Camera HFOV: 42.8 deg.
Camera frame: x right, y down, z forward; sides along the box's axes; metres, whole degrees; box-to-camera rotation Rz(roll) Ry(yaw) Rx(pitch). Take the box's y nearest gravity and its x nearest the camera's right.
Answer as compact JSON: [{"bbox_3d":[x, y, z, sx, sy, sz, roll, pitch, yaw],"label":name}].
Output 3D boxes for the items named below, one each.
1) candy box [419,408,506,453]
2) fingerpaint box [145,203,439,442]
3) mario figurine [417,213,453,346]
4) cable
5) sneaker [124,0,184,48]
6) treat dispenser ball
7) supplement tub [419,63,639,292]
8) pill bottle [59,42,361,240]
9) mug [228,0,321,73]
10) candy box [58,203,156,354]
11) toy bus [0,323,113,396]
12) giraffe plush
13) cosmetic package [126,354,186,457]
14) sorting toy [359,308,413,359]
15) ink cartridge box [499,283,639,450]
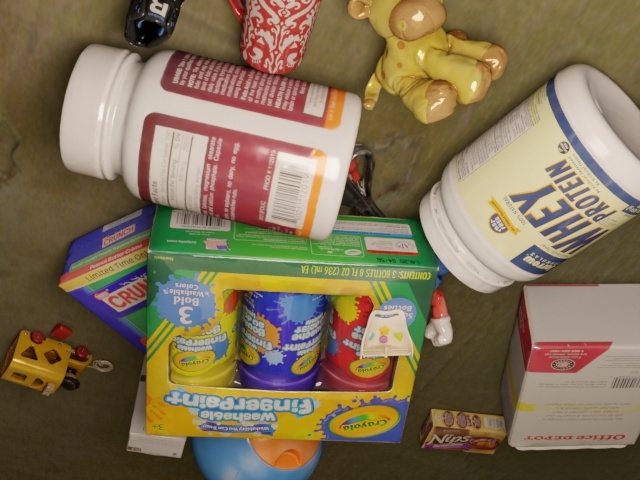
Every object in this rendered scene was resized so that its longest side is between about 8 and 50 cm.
[{"bbox_3d":[0.345,0.465,1.982,0.186,0.053,0.109,7,137,-9],"label":"candy box"},{"bbox_3d":[-0.061,0.148,1.358,0.444,0.163,0.371,4,121,-7],"label":"fingerpaint box"},{"bbox_3d":[0.167,0.098,1.484,0.170,0.198,0.321,-19,149,-46],"label":"mario figurine"},{"bbox_3d":[0.060,-0.088,1.399,0.139,0.072,0.287,-32,142,16],"label":"cable"},{"bbox_3d":[-0.193,-0.337,1.060,0.079,0.121,0.217,18,135,-20],"label":"sneaker"},{"bbox_3d":[-0.134,0.412,1.751,0.288,0.288,0.288,0,137,0],"label":"treat dispenser ball"},{"bbox_3d":[0.335,-0.083,1.249,0.235,0.236,0.325,29,130,-27],"label":"supplement tub"},{"bbox_3d":[-0.153,-0.146,1.179,0.391,0.224,0.224,13,137,-2],"label":"pill bottle"},{"bbox_3d":[-0.062,-0.330,1.102,0.113,0.150,0.169,-24,152,-29],"label":"mug"},{"bbox_3d":[-0.271,0.087,1.521,0.268,0.122,0.317,-21,132,21],"label":"candy box"},{"bbox_3d":[-0.577,0.277,1.743,0.202,0.104,0.191,-8,137,9],"label":"toy bus"},{"bbox_3d":[0.133,-0.283,1.116,0.210,0.181,0.171,14,138,39],"label":"giraffe plush"},{"bbox_3d":[-0.325,0.324,1.699,0.117,0.231,0.086,10,137,-11],"label":"cosmetic package"},{"bbox_3d":[0.101,0.141,1.256,0.083,0.045,0.075,0,114,-7],"label":"sorting toy"},{"bbox_3d":[0.536,0.267,1.685,0.279,0.161,0.385,-1,137,2],"label":"ink cartridge box"}]
